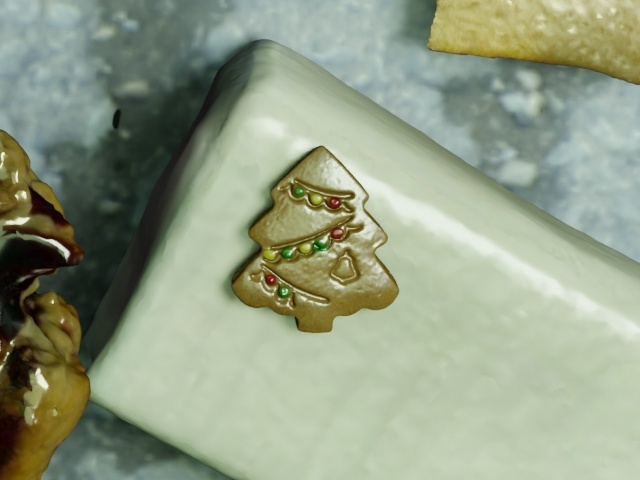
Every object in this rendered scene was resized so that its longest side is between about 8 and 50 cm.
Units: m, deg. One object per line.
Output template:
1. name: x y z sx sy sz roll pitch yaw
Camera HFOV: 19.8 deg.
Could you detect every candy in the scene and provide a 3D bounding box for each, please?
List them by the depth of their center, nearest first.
1. candy: 0.063 0.065 0.986 0.358 0.145 0.208 31 97 -10

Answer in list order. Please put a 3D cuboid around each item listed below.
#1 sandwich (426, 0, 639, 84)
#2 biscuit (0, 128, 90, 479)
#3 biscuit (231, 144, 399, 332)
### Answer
1. sandwich: 0.122 -0.191 0.983 0.162 0.058 0.193 8 103 -7
2. biscuit: -0.255 0.009 0.935 0.289 0.081 0.334 -42 83 23
3. biscuit: 0.000 0.000 0.886 0.082 0.016 0.092 5 103 -5
